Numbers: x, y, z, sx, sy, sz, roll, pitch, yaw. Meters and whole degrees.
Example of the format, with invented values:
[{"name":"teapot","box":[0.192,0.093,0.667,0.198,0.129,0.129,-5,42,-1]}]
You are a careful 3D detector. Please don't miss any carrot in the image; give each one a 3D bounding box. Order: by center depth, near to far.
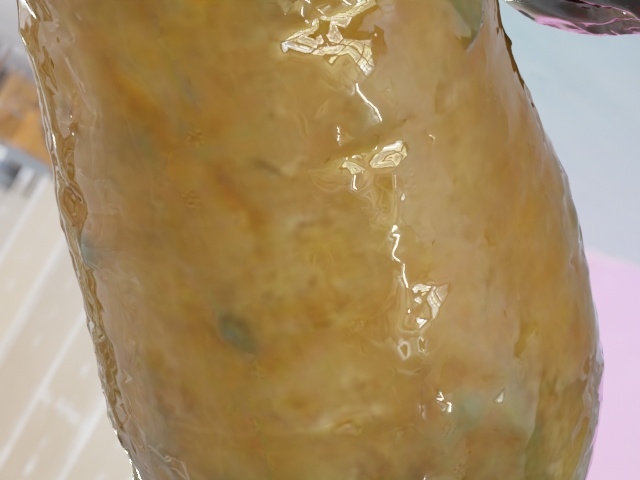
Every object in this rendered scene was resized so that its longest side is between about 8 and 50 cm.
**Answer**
[{"name":"carrot","box":[0.000,0.000,0.758,0.224,0.224,0.340,23,137,49]}]

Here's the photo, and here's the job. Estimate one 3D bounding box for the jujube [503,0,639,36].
[{"name":"jujube","box":[0.188,-0.216,1.206,0.168,0.168,0.236,32,-168,-29]}]
